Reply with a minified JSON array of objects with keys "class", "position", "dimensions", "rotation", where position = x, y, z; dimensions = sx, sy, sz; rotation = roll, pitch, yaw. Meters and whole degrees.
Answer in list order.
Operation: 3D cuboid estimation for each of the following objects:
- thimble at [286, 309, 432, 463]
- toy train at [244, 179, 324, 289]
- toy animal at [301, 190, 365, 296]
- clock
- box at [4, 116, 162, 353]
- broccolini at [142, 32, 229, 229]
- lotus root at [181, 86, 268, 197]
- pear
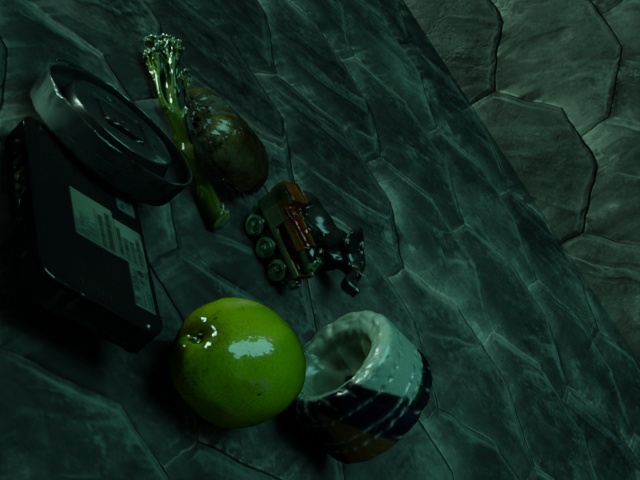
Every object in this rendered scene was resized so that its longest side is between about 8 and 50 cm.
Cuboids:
[{"class":"thimble","position":[0.054,0.229,1.938],"dimensions":[0.150,0.237,0.237],"rotation":[48,26,-26]},{"class":"toy train","position":[-0.058,-0.006,2.125],"dimensions":[0.074,0.118,0.176],"rotation":[5,54,-56]},{"class":"toy animal","position":[0.005,-0.002,2.236],"dimensions":[0.245,0.114,0.146],"rotation":[60,26,7]},{"class":"clock","position":[-0.316,-0.162,1.832],"dimensions":[0.280,0.055,0.280],"rotation":[41,13,-11]},{"class":"box","position":[-0.327,-0.014,1.652],"dimensions":[0.211,0.058,0.350],"rotation":[36,22,-39]},{"class":"broccolini","position":[-0.220,-0.200,2.109],"dimensions":[0.079,0.074,0.392],"rotation":[4,55,-52]},{"class":"lotus root","position":[-0.141,-0.170,2.117],"dimensions":[0.329,0.078,0.167],"rotation":[36,36,-72]},{"class":"pear","position":[-0.125,0.171,1.728],"dimensions":[0.220,0.187,0.187],"rotation":[20,43,-44]}]
